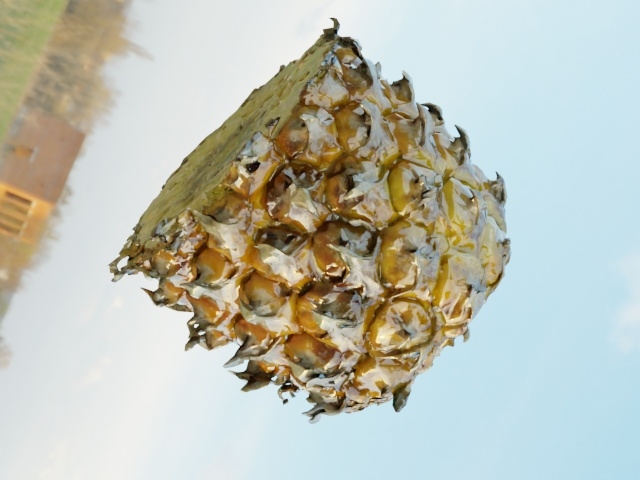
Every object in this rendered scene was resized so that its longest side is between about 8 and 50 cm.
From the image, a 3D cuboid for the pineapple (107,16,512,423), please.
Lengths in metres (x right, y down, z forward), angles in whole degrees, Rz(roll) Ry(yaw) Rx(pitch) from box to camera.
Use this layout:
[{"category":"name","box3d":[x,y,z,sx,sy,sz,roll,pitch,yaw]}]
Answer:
[{"category":"pineapple","box3d":[0.002,0.000,0.950,0.352,0.300,0.352,-42,-171,8]}]
